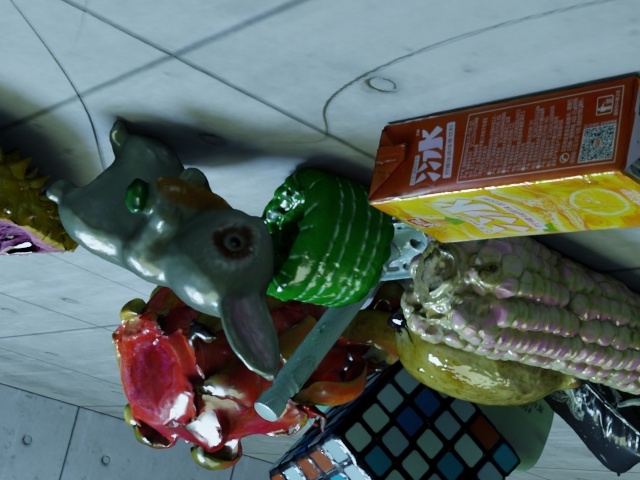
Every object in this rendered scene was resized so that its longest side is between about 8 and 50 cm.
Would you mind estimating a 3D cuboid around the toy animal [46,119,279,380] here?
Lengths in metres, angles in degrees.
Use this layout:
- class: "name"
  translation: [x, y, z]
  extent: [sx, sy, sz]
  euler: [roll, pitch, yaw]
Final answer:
- class: "toy animal"
  translation: [-0.104, 0.011, 1.003]
  extent: [0.251, 0.125, 0.127]
  euler: [40, -155, 18]

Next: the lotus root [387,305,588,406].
- class: "lotus root"
  translation: [0.174, 0.111, 1.221]
  extent: [0.214, 0.138, 0.138]
  euler: [20, 165, 12]

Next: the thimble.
- class: "thimble"
  translation: [0.000, 0.000, 1.033]
  extent: [0.090, 0.118, 0.130]
  euler: [15, -179, -22]

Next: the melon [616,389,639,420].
- class: "melon"
  translation: [0.385, 0.186, 1.400]
  extent: [0.099, 0.099, 0.162]
  euler: [14, 159, -6]

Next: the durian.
- class: "durian"
  translation: [-0.326, -0.050, 1.119]
  extent: [0.191, 0.112, 0.341]
  euler: [-6, 166, 22]

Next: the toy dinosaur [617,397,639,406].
- class: "toy dinosaur"
  translation: [0.406, 0.128, 1.140]
  extent: [0.242, 0.053, 0.167]
  euler: [-27, 150, 5]

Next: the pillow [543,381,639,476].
- class: "pillow"
  translation: [0.299, 0.181, 1.369]
  extent: [0.208, 0.055, 0.141]
  euler: [48, 167, 13]

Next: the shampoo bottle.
- class: "shampoo bottle"
  translation: [0.125, 0.220, 1.582]
  extent: [0.350, 0.151, 0.222]
  euler: [-6, 142, 47]

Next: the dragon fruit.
- class: "dragon fruit"
  translation: [-0.071, 0.127, 1.290]
  extent: [0.307, 0.243, 0.227]
  euler: [9, 125, 22]

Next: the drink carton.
- class: "drink carton"
  translation: [0.148, -0.051, 0.845]
  extent: [0.096, 0.071, 0.223]
  euler: [26, 159, -39]

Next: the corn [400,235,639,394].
- class: "corn"
  translation: [0.223, 0.070, 1.117]
  extent: [0.335, 0.126, 0.127]
  euler: [19, 162, -35]

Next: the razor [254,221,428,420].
- class: "razor"
  translation: [0.013, 0.074, 1.092]
  extent: [0.106, 0.232, 0.068]
  euler: [-10, 123, 48]

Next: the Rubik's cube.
- class: "Rubik's cube"
  translation: [0.083, 0.262, 1.380]
  extent: [0.187, 0.184, 0.182]
  euler: [50, 143, 1]
